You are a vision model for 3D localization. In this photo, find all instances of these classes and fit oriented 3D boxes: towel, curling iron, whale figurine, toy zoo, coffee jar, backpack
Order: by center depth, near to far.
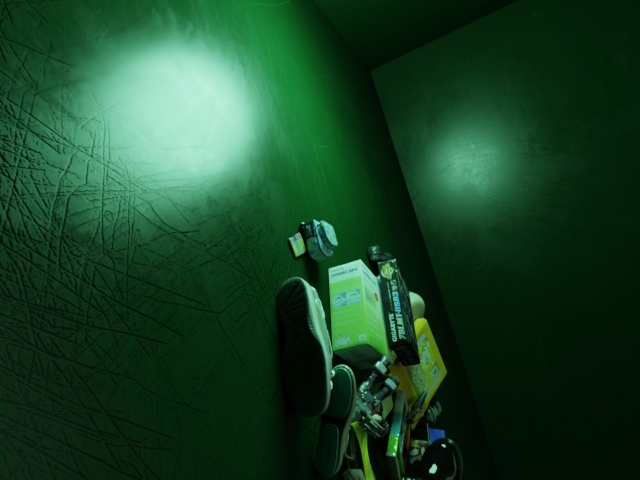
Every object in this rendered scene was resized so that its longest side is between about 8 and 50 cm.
[{"bbox_3d":[-0.066,0.013,1.203,0.060,0.010,0.083,70,23,-7],"label":"towel"},{"bbox_3d":[0.000,0.000,1.266,0.105,0.084,0.114,28,48,-60],"label":"backpack"},{"bbox_3d":[0.262,0.636,1.373,0.293,0.030,0.192,-59,142,-57],"label":"toy zoo"},{"bbox_3d":[0.350,0.585,1.479,0.035,0.068,0.274,54,17,17],"label":"curling iron"},{"bbox_3d":[0.433,0.710,1.716,0.184,0.096,0.078,20,53,-62],"label":"coffee jar"},{"bbox_3d":[0.346,0.335,1.779,0.216,0.141,0.271,-29,125,-29],"label":"whale figurine"}]

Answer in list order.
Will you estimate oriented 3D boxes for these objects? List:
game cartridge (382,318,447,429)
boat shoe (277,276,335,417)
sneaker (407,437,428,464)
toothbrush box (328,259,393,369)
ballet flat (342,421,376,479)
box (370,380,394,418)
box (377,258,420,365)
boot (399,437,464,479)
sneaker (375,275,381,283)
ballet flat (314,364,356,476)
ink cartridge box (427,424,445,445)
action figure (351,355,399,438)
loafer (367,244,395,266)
[{"bbox_3d":[0.370,0.510,1.627,0.324,0.053,0.285,-39,110,-43],"label":"game cartridge"},{"bbox_3d":[-0.025,0.243,0.983,0.103,0.118,0.320,32,38,-52],"label":"boat shoe"},{"bbox_3d":[0.342,0.764,1.515,0.185,0.070,0.083,40,53,-51],"label":"sneaker"},{"bbox_3d":[0.126,0.238,1.331,0.206,0.122,0.283,47,31,-47],"label":"toothbrush box"},{"bbox_3d":[0.089,0.569,1.069,0.077,0.077,0.230,23,46,-34],"label":"ballet flat"},{"bbox_3d":[0.166,0.510,1.295,0.232,0.058,0.087,1,73,-68],"label":"box"},{"bbox_3d":[0.278,0.259,1.463,0.295,0.074,0.293,56,25,-56],"label":"box"},{"bbox_3d":[0.301,0.719,1.228,0.260,0.131,0.347,55,53,-37],"label":"boot"},{"bbox_3d":[0.320,0.211,1.842,0.275,0.107,0.109,36,50,-55],"label":"sneaker"},{"bbox_3d":[0.039,0.410,0.971,0.086,0.086,0.248,23,80,-62],"label":"ballet flat"},{"bbox_3d":[0.471,0.867,1.640,0.165,0.065,0.332,-82,158,-46],"label":"ink cartridge box"},{"bbox_3d":[0.125,0.426,1.126,0.185,0.099,0.285,51,29,14],"label":"action figure"},{"bbox_3d":[0.272,0.091,1.859,0.223,0.076,0.078,31,50,-51],"label":"loafer"}]
